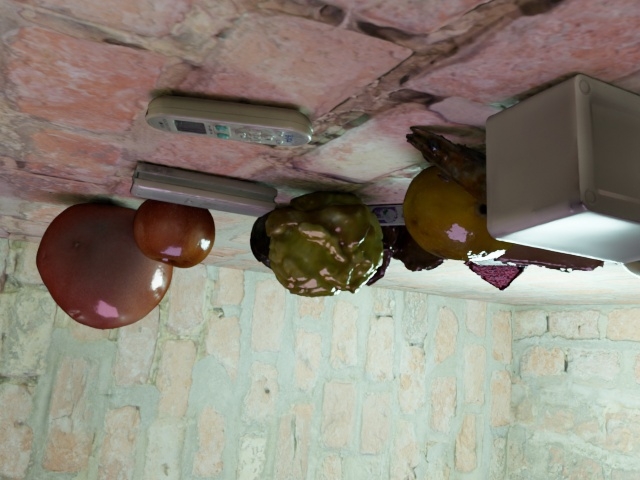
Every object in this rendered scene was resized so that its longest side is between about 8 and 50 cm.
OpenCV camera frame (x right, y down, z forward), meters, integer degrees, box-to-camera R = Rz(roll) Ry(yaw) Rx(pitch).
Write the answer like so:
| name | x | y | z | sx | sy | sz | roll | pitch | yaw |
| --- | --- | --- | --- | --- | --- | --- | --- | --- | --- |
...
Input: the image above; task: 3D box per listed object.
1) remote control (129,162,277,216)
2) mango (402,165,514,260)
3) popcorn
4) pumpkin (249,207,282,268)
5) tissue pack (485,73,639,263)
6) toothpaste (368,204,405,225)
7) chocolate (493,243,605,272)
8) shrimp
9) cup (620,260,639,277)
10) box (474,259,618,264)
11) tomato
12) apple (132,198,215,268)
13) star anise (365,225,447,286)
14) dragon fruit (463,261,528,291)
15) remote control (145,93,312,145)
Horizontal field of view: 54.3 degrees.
| name | x | y | z | sx | sy | sz | roll | pitch | yaw |
| --- | --- | --- | --- | --- | --- | --- | --- | --- | --- |
| remote control | -0.234 | -0.100 | 1.255 | 0.277 | 0.055 | 0.103 | 10 | 170 | -20 |
| mango | 0.245 | -0.039 | 1.033 | 0.176 | 0.175 | 0.329 | 50 | -169 | 26 |
| popcorn | 0.000 | 0.000 | 1.266 | 0.237 | 0.205 | 0.251 | -33 | 139 | 14 |
| pumpkin | -0.059 | 0.010 | 1.520 | 0.238 | 0.159 | 0.238 | 10 | 173 | 1 |
| tissue pack | 0.335 | -0.074 | 0.737 | 0.246 | 0.159 | 0.136 | 10 | 164 | -25 |
| toothpaste | 0.172 | -0.056 | 1.352 | 0.196 | 0.047 | 0.040 | -1 | -175 | 33 |
| chocolate | 0.482 | -0.009 | 1.324 | 0.262 | 0.083 | 0.161 | 8 | 150 | 0 |
| shrimp | 0.265 | -0.094 | 0.865 | 0.296 | 0.169 | 0.058 | 36 | 139 | 10 |
| cup | 0.579 | -0.018 | 0.920 | 0.202 | 0.173 | 0.255 | 9 | 171 | -33 |
| box | 0.529 | 0.018 | 1.533 | 0.344 | 0.065 | 0.200 | -1 | 169 | 34 |
| tomato | -0.564 | 0.060 | 1.626 | 0.342 | 0.341 | 0.272 | 5 | 159 | -1 |
| apple | -0.352 | -0.017 | 1.507 | 0.201 | 0.162 | 0.201 | 5 | 173 | 1 |
| star anise | 0.185 | 0.023 | 1.513 | 0.238 | 0.148 | 0.346 | 4 | 164 | -29 |
| dragon fruit | 0.502 | 0.052 | 1.779 | 0.161 | 0.120 | 0.127 | 30 | -148 | -4 |
| remote control | -0.120 | -0.161 | 0.838 | 0.222 | 0.042 | 0.078 | 7 | 172 | -4 |
